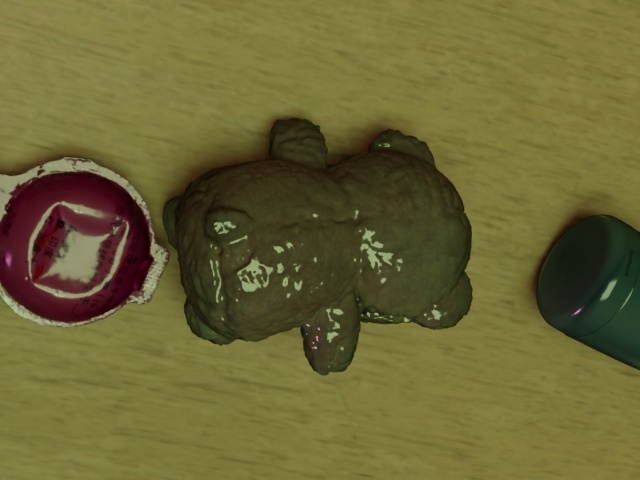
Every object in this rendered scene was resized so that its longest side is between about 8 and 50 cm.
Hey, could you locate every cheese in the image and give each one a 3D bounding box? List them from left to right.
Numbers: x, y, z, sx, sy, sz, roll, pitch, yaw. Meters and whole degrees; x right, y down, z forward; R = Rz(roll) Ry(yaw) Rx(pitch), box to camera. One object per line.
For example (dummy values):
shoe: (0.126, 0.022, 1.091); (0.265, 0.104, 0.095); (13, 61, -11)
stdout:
cheese: (-0.251, -0.008, 1.398); (0.244, 0.062, 0.155); (20, 97, -18)

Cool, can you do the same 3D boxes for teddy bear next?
teddy bear: (-0.001, 0.000, 1.421); (0.267, 0.151, 0.236); (-8, 77, -27)

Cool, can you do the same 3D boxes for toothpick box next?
toothpick box: (0.311, 0.063, 1.547); (0.184, 0.120, 0.120); (28, 95, -23)
